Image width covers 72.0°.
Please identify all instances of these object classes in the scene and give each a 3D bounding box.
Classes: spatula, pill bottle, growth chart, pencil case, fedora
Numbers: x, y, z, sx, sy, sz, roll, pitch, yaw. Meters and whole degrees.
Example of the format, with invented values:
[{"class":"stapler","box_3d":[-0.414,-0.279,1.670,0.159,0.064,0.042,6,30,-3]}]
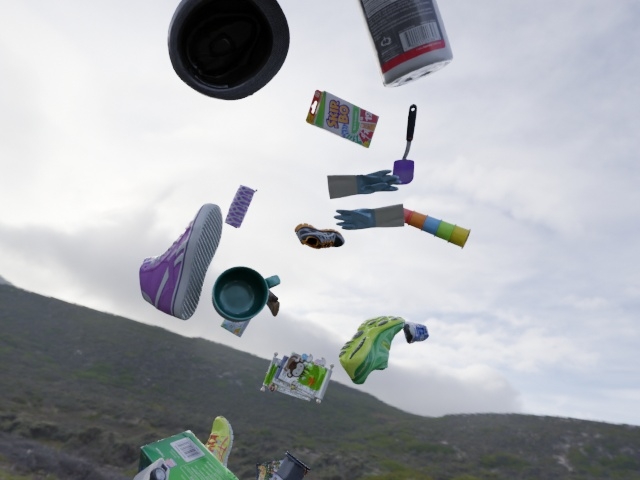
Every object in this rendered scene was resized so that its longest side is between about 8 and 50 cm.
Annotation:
[{"class":"spatula","box_3d":[0.308,-0.333,1.555,0.084,0.030,0.296,-2,-54,-7]},{"class":"pill bottle","box_3d":[0.183,-0.544,1.040,0.176,0.176,0.318,-13,-81,44]},{"class":"growth chart","box_3d":[-0.080,0.487,1.588,0.238,0.171,0.021,13,-21,3]},{"class":"pencil case","box_3d":[-0.366,-0.156,2.005,0.087,0.205,0.088,25,1,1]},{"class":"fedora","box_3d":[-0.213,-0.461,1.020,0.275,0.124,0.243,-40,-63,8]}]

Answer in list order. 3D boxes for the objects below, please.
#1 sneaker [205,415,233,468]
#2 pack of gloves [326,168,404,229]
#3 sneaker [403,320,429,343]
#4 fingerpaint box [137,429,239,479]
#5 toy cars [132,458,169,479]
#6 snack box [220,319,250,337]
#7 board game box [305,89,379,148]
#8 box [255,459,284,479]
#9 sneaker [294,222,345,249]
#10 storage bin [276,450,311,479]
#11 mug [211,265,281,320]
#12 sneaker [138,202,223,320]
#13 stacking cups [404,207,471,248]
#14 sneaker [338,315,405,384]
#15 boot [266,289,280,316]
[{"class":"sneaker","box_3d":[-0.344,0.677,1.420,0.082,0.208,0.094,-15,-28,35]},{"class":"pack of gloves","box_3d":[0.147,-0.132,1.413,0.232,0.046,0.194,-4,-66,10]},{"class":"sneaker","box_3d":[0.328,0.311,1.523,0.081,0.080,0.211,-16,-17,12]},{"class":"fingerpaint box","box_3d":[-0.314,0.785,1.124,0.445,0.370,0.163,20,13,41]},{"class":"toy cars","box_3d":[-0.294,0.516,0.773,0.087,0.176,0.394,51,-30,-12]},{"class":"snack box","box_3d":[-0.355,0.335,1.913,0.100,0.141,0.037,22,-15,27]},{"class":"board game box","box_3d":[0.080,-0.431,1.566,0.260,0.124,0.039,17,3,-23]},{"class":"box","box_3d":[-0.186,1.027,1.818,0.159,0.233,0.044,-3,-63,-8]},{"class":"sneaker","box_3d":[0.000,0.000,1.692,0.215,0.083,0.084,11,-48,-26]},{"class":"storage bin","box_3d":[-0.106,0.914,1.740,0.098,0.091,0.135,19,-28,38]},{"class":"mug","box_3d":[-0.185,0.136,1.070,0.158,0.129,0.097,14,-19,-14]},{"class":"sneaker","box_3d":[-0.341,0.030,1.035,0.161,0.281,0.102,20,-2,19]},{"class":"stacking cups","box_3d":[0.481,-0.058,1.912,0.317,0.096,0.096,21,-22,22]},{"class":"sneaker","box_3d":[0.156,0.313,1.300,0.110,0.296,0.123,-3,-71,41]},{"class":"boot","box_3d":[-0.187,0.210,1.547,0.087,0.042,0.118,25,-47,20]}]
